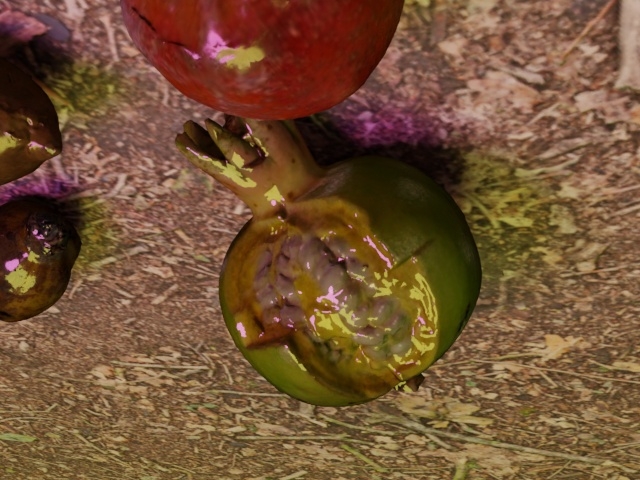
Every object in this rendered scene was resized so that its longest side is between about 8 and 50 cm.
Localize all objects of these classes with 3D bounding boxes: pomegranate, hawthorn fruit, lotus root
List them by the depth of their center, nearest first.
[{"bbox_3d":[-0.031,-0.155,0.579,0.172,0.173,0.173,6,150,4],"label":"hawthorn fruit"},{"bbox_3d":[0.000,0.000,0.816,0.236,0.236,0.302,-27,105,45],"label":"pomegranate"},{"bbox_3d":[-0.316,0.021,0.991,0.120,0.120,0.209,22,150,-23],"label":"lotus root"}]

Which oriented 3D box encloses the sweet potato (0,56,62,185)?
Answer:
[{"bbox_3d":[-0.401,-0.122,0.769,0.422,0.131,0.130,13,150,4],"label":"sweet potato"}]
